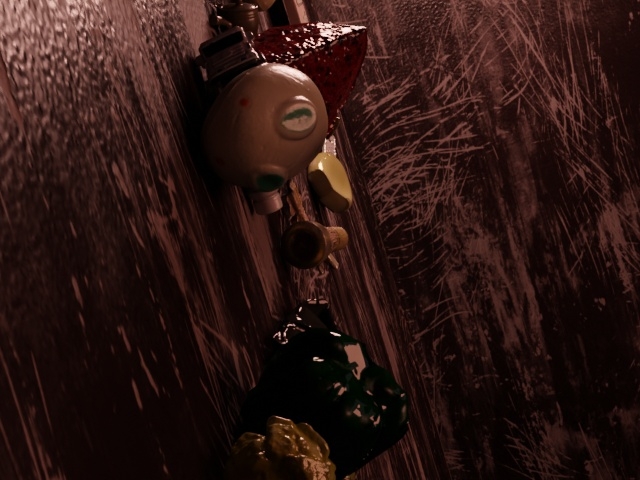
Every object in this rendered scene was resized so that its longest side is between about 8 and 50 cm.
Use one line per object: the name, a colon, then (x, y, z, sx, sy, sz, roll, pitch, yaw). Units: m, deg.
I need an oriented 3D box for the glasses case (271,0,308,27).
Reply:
glasses case: (-0.073, -0.541, 2.521, 0.122, 0.075, 0.314, -87, 160, -74)

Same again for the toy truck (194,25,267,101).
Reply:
toy truck: (-0.116, -0.234, 1.596, 0.116, 0.110, 0.216, 65, 3, 30)

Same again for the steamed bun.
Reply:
steamed bun: (-0.067, -0.150, 1.437, 0.131, 0.177, 0.228, 32, 17, 12)

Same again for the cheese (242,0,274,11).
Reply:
cheese: (-0.151, -0.558, 2.055, 0.249, 0.071, 0.163, 52, 24, -68)

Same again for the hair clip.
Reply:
hair clip: (-0.031, -0.024, 1.957, 0.214, 0.056, 0.062, 61, 30, -27)

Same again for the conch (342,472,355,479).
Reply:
conch: (0.015, 0.360, 1.449, 0.089, 0.074, 0.121, 40, 52, -35)

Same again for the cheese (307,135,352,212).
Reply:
cheese: (0.018, -0.176, 2.419, 0.127, 0.050, 0.255, 37, 31, -30)

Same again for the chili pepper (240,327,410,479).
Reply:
chili pepper: (-0.009, 0.221, 1.257, 0.174, 0.261, 0.165, 38, 46, -7)

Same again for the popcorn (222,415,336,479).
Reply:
popcorn: (-0.041, 0.261, 1.099, 0.126, 0.126, 0.145, -77, 176, -58)

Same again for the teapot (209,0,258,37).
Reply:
teapot: (-0.157, -0.368, 1.758, 0.110, 0.085, 0.080, -36, 131, -51)

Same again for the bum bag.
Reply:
bum bag: (-0.018, 0.178, 1.586, 0.326, 0.080, 0.142, -48, 115, -76)

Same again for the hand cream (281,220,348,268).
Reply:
hand cream: (0.000, 0.000, 1.866, 0.203, 0.084, 0.084, -15, 90, -71)

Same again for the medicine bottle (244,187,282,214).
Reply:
medicine bottle: (-0.093, -0.088, 1.629, 0.052, 0.052, 0.089, -84, 157, -68)

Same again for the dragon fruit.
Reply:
dragon fruit: (-0.067, -0.266, 1.862, 0.317, 0.152, 0.205, -32, 134, -44)
